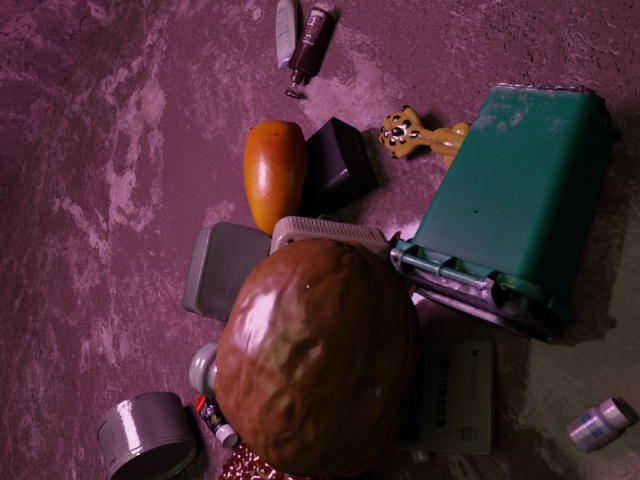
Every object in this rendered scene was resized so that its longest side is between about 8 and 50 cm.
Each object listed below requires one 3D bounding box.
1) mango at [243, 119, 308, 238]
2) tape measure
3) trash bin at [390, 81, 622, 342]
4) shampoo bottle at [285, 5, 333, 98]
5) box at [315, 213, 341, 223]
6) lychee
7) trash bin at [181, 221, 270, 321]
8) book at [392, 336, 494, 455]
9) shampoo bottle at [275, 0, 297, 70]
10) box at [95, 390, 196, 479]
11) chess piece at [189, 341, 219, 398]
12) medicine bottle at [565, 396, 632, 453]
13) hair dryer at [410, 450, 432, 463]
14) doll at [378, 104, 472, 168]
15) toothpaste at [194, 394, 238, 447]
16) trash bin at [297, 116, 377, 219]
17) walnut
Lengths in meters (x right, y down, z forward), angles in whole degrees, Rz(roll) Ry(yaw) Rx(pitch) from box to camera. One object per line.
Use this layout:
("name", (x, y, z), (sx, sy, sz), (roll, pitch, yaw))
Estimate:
("mango", (-0.104, -0.132, 1.246), (0.187, 0.138, 0.257), (-39, 51, 48))
("tape measure", (0.025, 0.082, 1.160), (0.133, 0.271, 0.232), (-113, 30, -66))
("trash bin", (0.309, -0.054, 0.920), (0.259, 0.295, 0.381), (18, 84, 41))
("shampoo bottle", (-0.035, -0.493, 1.472), (0.068, 0.067, 0.236), (29, 98, 51))
("box", (0.000, 0.000, 1.292), (0.122, 0.089, 0.062), (-43, 65, 24))
("lychee", (-0.050, 0.484, 1.083), (0.275, 0.304, 0.276), (178, 90, -77))
("trash bin", (-0.230, 0.078, 1.302), (0.343, 0.158, 0.223), (166, 116, -76))
("book", (0.195, 0.292, 1.056), (0.282, 0.025, 0.215), (-15, 54, 38))
("shampoo bottle", (-0.093, -0.578, 1.554), (0.072, 0.049, 0.213), (-14, 68, 33))
("box", (-0.448, 0.518, 1.433), (0.226, 0.226, 0.149), (-48, 52, 20))
("chess piece", (-0.174, 0.340, 1.333), (0.271, 0.139, 0.139), (11, 85, 31))
("medicine bottle", (0.432, 0.287, 0.863), (0.089, 0.052, 0.052), (-46, 53, 21))
("hair dryer", (0.220, 0.370, 1.039), (0.124, 0.038, 0.063), (-29, 62, 23))
("doll", (0.230, -0.211, 1.149), (0.291, 0.086, 0.117), (25, 114, 46))
("toothpaste", (-0.276, 0.457, 1.430), (0.193, 0.045, 0.071), (36, 102, 46))
("trash bin", (0.001, -0.151, 1.319), (0.225, 0.115, 0.165), (-34, 59, 33))
("walnut", (0.008, 0.190, 0.936), (0.307, 0.354, 0.398), (9, 81, 30))
